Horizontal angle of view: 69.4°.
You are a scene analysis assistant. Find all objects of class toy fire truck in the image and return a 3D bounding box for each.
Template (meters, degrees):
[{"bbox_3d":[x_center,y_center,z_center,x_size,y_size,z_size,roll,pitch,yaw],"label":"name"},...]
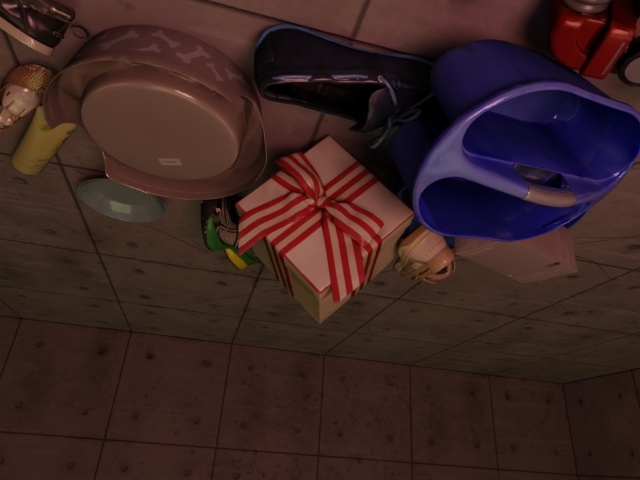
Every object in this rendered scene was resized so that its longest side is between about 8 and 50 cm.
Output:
[{"bbox_3d":[0.295,-0.283,0.502,0.247,0.158,0.217,13,155,7],"label":"toy fire truck"}]

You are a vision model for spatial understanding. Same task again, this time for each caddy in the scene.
[{"bbox_3d":[0.262,-0.110,0.622,0.342,0.179,0.241,4,135,-27],"label":"caddy"}]

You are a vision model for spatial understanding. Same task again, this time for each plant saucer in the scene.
[{"bbox_3d":[-0.454,-0.102,1.074,0.195,0.037,0.195,4,154,2],"label":"plant saucer"}]

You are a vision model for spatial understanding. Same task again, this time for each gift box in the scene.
[{"bbox_3d":[0.000,0.000,0.866,0.255,0.276,0.258,40,161,17],"label":"gift box"}]

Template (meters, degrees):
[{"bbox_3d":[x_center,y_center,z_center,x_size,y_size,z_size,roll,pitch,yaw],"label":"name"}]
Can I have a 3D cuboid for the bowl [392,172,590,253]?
[{"bbox_3d":[0.335,-0.085,0.956,0.392,0.077,0.391,3,154,1],"label":"bowl"}]

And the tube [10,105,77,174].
[{"bbox_3d":[-0.517,-0.194,0.868,0.240,0.070,0.062,-23,129,40],"label":"tube"}]

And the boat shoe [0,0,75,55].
[{"bbox_3d":[-0.432,-0.339,0.575,0.233,0.084,0.079,34,103,-35],"label":"boat shoe"}]

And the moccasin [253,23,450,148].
[{"bbox_3d":[0.065,-0.207,0.698,0.343,0.116,0.137,9,153,-10],"label":"moccasin"}]

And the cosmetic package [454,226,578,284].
[{"bbox_3d":[0.390,0.003,0.926,0.238,0.107,0.127,17,154,-31],"label":"cosmetic package"}]

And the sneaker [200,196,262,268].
[{"bbox_3d":[-0.180,-0.033,1.104,0.147,0.134,0.343,-9,161,10],"label":"sneaker"}]

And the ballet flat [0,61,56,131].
[{"bbox_3d":[-0.519,-0.232,0.787,0.206,0.067,0.073,-16,146,34],"label":"ballet flat"}]

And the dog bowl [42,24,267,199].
[{"bbox_3d":[-0.258,-0.200,0.777,0.350,0.102,0.348,4,154,2],"label":"dog bowl"}]

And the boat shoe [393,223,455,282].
[{"bbox_3d":[0.223,0.048,0.964,0.109,0.098,0.302,-42,163,-3],"label":"boat shoe"}]

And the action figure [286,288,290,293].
[{"bbox_3d":[-0.003,0.110,1.331,0.164,0.140,0.275,10,157,14],"label":"action figure"}]
